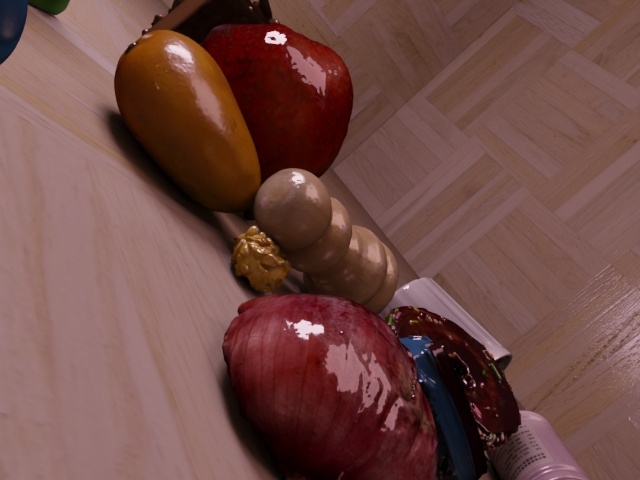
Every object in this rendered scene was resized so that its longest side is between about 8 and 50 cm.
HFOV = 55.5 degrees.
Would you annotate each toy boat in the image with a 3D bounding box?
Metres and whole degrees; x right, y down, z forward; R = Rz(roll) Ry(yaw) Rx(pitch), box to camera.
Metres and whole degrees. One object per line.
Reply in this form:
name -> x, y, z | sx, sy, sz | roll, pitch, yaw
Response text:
toy boat -> 0.118, 0.211, 0.682 | 0.223, 0.097, 0.100 | 69, -10, -18

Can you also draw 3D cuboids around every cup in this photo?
cup -> 0.193, 0.201, 1.073 | 0.167, 0.221, 0.202 | -12, 50, -40

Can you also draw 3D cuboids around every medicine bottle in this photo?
medicine bottle -> 0.378, 0.407, 1.023 | 0.133, 0.133, 0.249 | 46, 8, -15

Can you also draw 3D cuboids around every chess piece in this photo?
chess piece -> 0.000, 0.000, 0.842 | 0.261, 0.143, 0.142 | 48, 6, -46

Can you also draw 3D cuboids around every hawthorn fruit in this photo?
hawthorn fruit -> -0.081, -0.183, 0.969 | 0.265, 0.265, 0.307 | 31, 61, -63

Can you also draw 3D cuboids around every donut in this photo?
donut -> 0.164, 0.200, 0.851 | 0.235, 0.089, 0.235 | 27, 32, -19

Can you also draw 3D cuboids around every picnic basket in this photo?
picnic basket -> -0.189, -0.354, 1.158 | 0.291, 0.254, 0.321 | 49, -5, 15

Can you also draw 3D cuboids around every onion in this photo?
onion -> 0.021, 0.121, 0.574 | 0.227, 0.120, 0.283 | 50, 7, -20

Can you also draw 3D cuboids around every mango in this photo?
mango -> -0.168, -0.153, 0.778 | 0.254, 0.139, 0.175 | 57, 13, 13

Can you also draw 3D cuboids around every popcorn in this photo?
popcorn -> -0.073, 0.024, 0.736 | 0.082, 0.057, 0.083 | 43, 7, -39

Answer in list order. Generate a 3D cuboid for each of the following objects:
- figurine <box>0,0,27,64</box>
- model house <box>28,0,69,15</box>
figurine -> -0.264, -0.222, 0.317 | 0.298, 0.243, 0.416 | 27, 10, -5
model house -> -0.459, -0.480, 0.723 | 0.313, 0.242, 0.357 | 32, 11, 0
